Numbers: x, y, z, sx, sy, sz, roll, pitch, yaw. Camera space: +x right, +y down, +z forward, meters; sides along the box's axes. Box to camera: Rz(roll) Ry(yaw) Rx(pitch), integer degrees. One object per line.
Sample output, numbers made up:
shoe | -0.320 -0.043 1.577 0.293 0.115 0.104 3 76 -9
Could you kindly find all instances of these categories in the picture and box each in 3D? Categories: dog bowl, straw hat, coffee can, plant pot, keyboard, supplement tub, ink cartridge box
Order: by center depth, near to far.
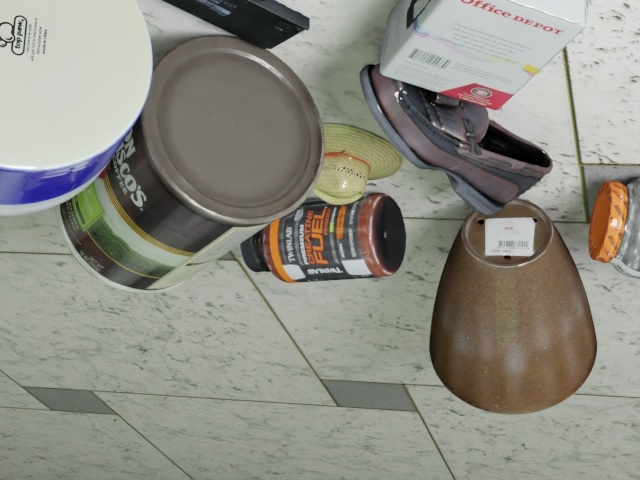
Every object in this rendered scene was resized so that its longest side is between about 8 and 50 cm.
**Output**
ink cartridge box | 0.147 -0.200 1.220 0.127 0.072 0.175 16 155 -15
dog bowl | -0.291 -0.162 1.223 0.265 0.264 0.104 18 152 -20
keyboard | -0.095 -0.239 1.285 0.180 0.023 0.108 22 159 -28
coffee can | -0.148 -0.072 1.450 0.202 0.201 0.275 20 154 -23
supplement tub | 0.406 -0.006 1.509 0.190 0.117 0.117 9 156 -2
straw hat | 0.021 -0.076 1.557 0.145 0.061 0.144 7 157 3
plant pot | 0.234 0.063 1.651 0.215 0.215 0.230 3 142 12
supplement tub | 0.000 0.000 1.679 0.198 0.106 0.106 -6 152 28

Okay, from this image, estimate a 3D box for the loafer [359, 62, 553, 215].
loafer | 0.146 -0.119 1.396 0.095 0.109 0.302 -25 149 22
